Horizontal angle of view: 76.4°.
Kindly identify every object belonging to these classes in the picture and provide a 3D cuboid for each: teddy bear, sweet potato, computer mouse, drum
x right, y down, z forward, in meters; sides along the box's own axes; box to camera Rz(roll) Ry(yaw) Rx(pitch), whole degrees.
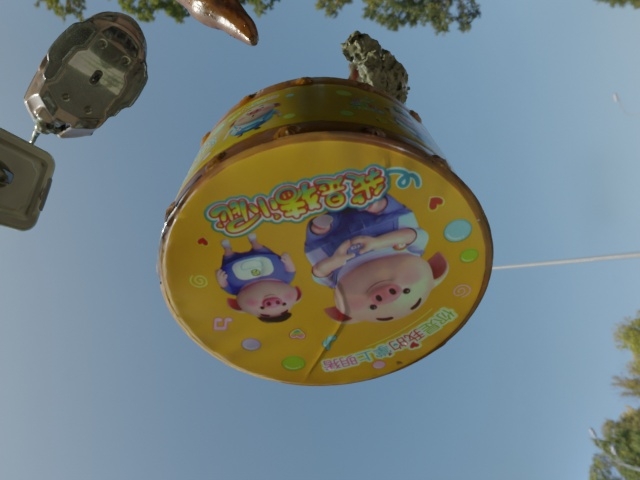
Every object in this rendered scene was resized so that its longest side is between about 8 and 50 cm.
[{"bbox_3d":[0.135,-0.379,1.224,0.357,0.224,0.367,79,-148,-53],"label":"teddy bear"},{"bbox_3d":[-0.287,-0.632,1.092,0.359,0.112,0.112,31,-128,18],"label":"sweet potato"},{"bbox_3d":[-0.566,-0.375,0.970,0.389,0.115,0.199,-47,-40,7],"label":"computer mouse"},{"bbox_3d":[0.000,0.000,0.585,0.431,0.431,0.214,42,-155,-28],"label":"drum"}]

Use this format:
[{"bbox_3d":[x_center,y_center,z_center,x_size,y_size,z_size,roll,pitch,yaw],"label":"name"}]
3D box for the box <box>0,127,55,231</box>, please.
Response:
[{"bbox_3d":[-0.595,-0.119,0.691,0.227,0.130,0.162,42,-125,-66],"label":"box"}]
